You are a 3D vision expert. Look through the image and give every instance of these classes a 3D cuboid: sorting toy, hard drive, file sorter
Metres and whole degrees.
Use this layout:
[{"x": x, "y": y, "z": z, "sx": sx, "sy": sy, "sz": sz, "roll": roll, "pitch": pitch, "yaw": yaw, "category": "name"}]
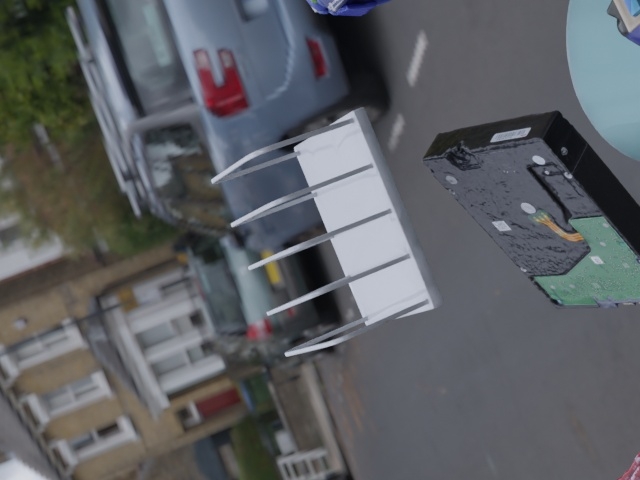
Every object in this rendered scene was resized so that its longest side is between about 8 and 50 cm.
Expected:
[{"x": 0.217, "y": -0.197, "z": 0.865, "sx": 0.062, "sy": 0.012, "sz": 0.083, "roll": -48, "pitch": 60, "yaw": 57, "category": "sorting toy"}, {"x": 0.327, "y": -0.033, "z": 1.677, "sx": 0.339, "sy": 0.064, "sz": 0.237, "roll": 45, "pitch": 153, "yaw": -24, "category": "hard drive"}, {"x": 0.000, "y": 0.000, "z": 1.629, "sx": 0.193, "sy": 0.173, "sz": 0.278, "roll": -24, "pitch": 89, "yaw": 63, "category": "file sorter"}]

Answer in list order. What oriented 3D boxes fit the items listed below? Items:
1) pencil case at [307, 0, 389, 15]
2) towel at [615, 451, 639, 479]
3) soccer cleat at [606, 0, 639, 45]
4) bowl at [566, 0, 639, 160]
[{"x": -0.026, "y": -0.289, "z": 0.858, "sx": 0.119, "sy": 0.133, "sz": 0.306, "roll": -8, "pitch": -122, "yaw": -54, "category": "pencil case"}, {"x": 0.192, "y": 0.132, "z": 0.575, "sx": 0.275, "sy": 0.198, "sz": 0.031, "roll": 113, "pitch": 145, "yaw": -48, "category": "towel"}, {"x": 0.316, "y": -0.259, "z": 0.891, "sx": 0.093, "sy": 0.121, "sz": 0.289, "roll": -69, "pitch": 1, "yaw": -52, "category": "soccer cleat"}, {"x": 0.452, "y": -0.237, "z": 1.397, "sx": 0.163, "sy": 0.311, "sz": 0.312, "roll": 13, "pitch": 126, "yaw": 62, "category": "bowl"}]
